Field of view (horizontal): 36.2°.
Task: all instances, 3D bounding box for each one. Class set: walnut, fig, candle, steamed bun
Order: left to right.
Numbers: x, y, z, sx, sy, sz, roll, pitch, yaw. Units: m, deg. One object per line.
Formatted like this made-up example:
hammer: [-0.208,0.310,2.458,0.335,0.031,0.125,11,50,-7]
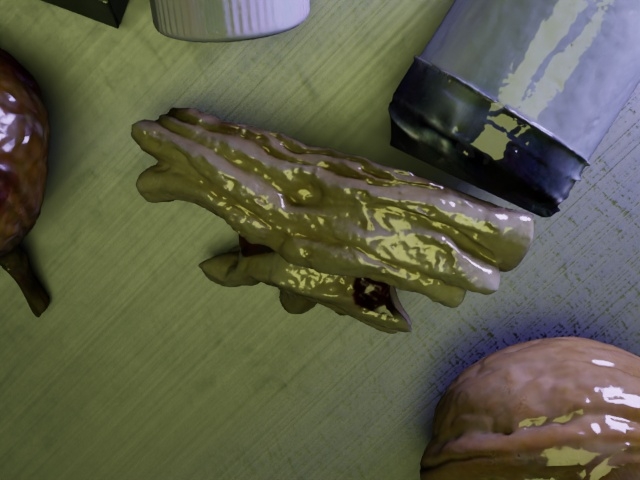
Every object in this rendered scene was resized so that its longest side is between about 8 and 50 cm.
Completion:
fig: [-0.403,-0.039,1.078,0.286,0.286,0.368,-14,137,3]
steamed bun: [0.000,0.000,1.081,0.428,0.247,0.189,18,91,9]
candle: [0.231,-0.205,1.019,0.221,0.221,0.342,28,100,-9]
walnut: [0.270,0.257,1.133,0.313,0.252,0.277,-7,106,11]

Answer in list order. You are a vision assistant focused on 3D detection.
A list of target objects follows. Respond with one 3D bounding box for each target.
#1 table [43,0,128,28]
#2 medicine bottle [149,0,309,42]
table: [-0.314,-0.326,1.025,0.240,0.121,0.111,19,87,-7]
medicine bottle: [-0.110,-0.396,0.945,0.243,0.242,0.395,-1,111,-1]
